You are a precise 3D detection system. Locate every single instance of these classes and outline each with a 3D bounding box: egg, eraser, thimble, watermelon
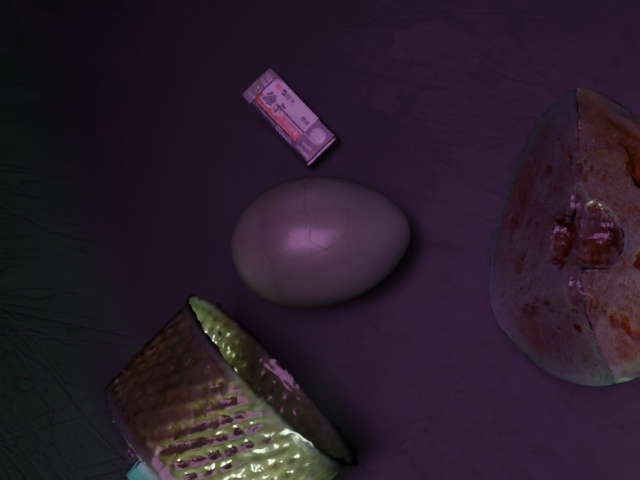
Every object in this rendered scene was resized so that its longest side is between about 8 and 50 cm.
[{"bbox_3d":[0.000,0.000,1.752,0.209,0.151,0.151,-10,84,4],"label":"egg"},{"bbox_3d":[-0.036,-0.148,1.832,0.052,0.029,0.122,-43,80,3],"label":"eraser"},{"bbox_3d":[-0.100,0.204,1.695,0.150,0.271,0.271,-45,80,5],"label":"thimble"},{"bbox_3d":[0.312,0.012,1.712,0.175,0.188,0.322,11,78,-22],"label":"watermelon"}]

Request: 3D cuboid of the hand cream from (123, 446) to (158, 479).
[{"bbox_3d":[-0.151,0.326,1.809,0.224,0.048,0.083,42,90,6],"label":"hand cream"}]
